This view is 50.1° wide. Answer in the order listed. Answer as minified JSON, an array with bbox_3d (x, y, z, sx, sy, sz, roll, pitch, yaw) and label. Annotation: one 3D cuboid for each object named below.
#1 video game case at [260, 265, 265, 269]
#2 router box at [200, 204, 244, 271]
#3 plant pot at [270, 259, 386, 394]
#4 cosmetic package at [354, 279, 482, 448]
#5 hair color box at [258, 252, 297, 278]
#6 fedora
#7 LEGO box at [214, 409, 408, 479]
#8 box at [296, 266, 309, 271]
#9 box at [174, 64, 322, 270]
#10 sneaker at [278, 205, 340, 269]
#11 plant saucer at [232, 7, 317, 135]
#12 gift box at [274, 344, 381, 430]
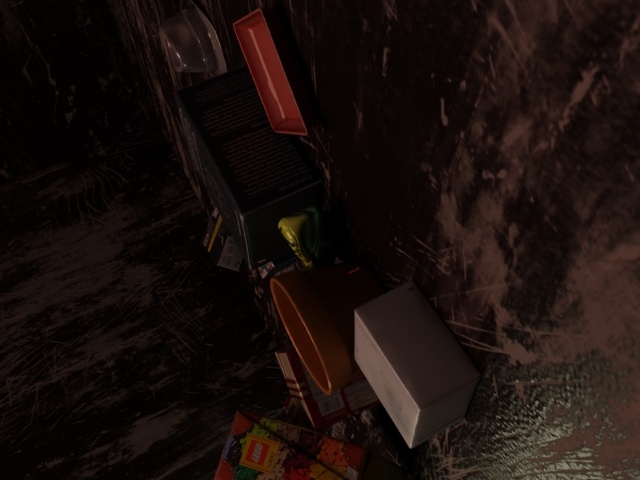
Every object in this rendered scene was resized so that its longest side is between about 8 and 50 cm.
[{"bbox_3d":[-0.227,0.012,2.220,0.166,0.015,0.119,-135,26,-58],"label":"video game case"},{"bbox_3d":[-0.258,-0.087,2.091,0.243,0.081,0.308,36,107,64],"label":"router box"},{"bbox_3d":[0.040,0.175,1.555,0.290,0.204,0.291,59,166,25],"label":"plant pot"},{"bbox_3d":[0.174,0.239,1.309,0.224,0.138,0.224,56,163,31],"label":"cosmetic package"},{"bbox_3d":[-0.165,0.015,2.256,0.173,0.105,0.347,64,167,4],"label":"hair color box"},{"bbox_3d":[-0.386,-0.571,1.998,0.275,0.124,0.243,54,163,39],"label":"fedora"},{"bbox_3d":[-0.002,0.652,1.903,0.373,0.193,0.500,10,160,24],"label":"LEGO box"},{"bbox_3d":[-0.037,0.132,1.960,0.103,0.114,0.203,65,168,-1],"label":"box"},{"bbox_3d":[-0.178,-0.181,1.723,0.395,0.212,0.293,60,165,23],"label":"box"},{"bbox_3d":[0.000,0.000,1.605,0.109,0.124,0.295,59,-176,19],"label":"sneaker"},{"bbox_3d":[-0.092,-0.353,1.445,0.258,0.048,0.259,69,167,-17],"label":"plant saucer"},{"bbox_3d":[0.022,0.388,1.871,0.258,0.255,0.276,139,114,-77],"label":"gift box"}]
